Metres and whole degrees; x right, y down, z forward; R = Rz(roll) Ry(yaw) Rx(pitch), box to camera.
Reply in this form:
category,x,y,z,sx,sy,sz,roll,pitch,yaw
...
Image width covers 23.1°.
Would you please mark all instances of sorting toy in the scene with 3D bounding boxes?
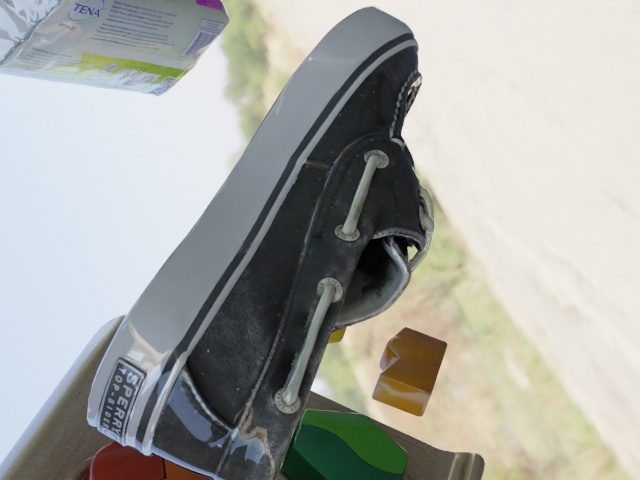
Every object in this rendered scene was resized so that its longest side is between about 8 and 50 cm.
category,x,y,z,sx,sy,sz,roll,pitch,yaw
sorting toy,-0.026,0.101,0.825,0.307,0.229,0.041,-63,-8,-61

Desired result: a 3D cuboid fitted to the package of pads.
category,x,y,z,sx,sy,sz,roll,pitch,yaw
package of pads,-0.212,-0.240,1.059,0.296,0.101,0.229,54,-160,13

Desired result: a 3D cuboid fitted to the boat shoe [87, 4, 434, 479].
category,x,y,z,sx,sy,sz,roll,pitch,yaw
boat shoe,0.000,0.000,0.545,0.070,0.219,0.078,25,138,6
